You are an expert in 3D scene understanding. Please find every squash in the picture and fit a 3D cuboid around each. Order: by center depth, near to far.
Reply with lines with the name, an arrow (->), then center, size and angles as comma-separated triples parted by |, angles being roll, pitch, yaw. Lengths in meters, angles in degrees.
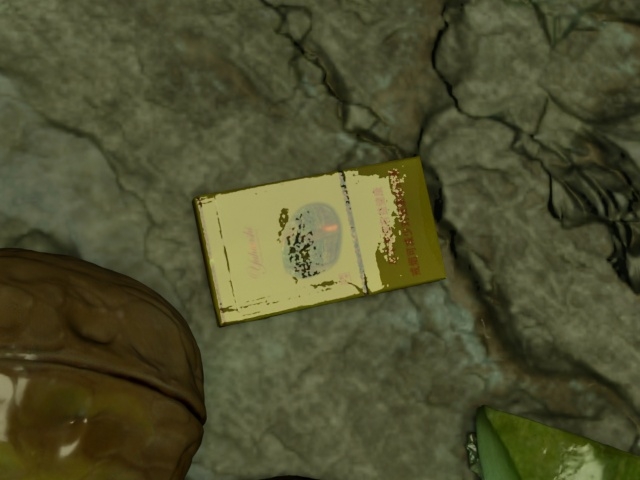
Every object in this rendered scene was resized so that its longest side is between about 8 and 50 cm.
squash -> 0.146, 0.251, 0.665 | 0.169, 0.093, 0.252 | 21, 80, -11

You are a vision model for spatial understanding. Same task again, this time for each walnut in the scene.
walnut -> -0.158, 0.088, 0.581 | 0.207, 0.167, 0.167 | 17, 80, -31

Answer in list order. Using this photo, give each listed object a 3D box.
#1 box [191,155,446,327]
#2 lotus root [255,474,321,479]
box -> 0.000, 0.000, 0.699 | 0.155, 0.023, 0.087 | -11, 89, -13
lotus root -> -0.040, 0.244, 0.613 | 0.138, 0.119, 0.235 | 34, 79, -12
